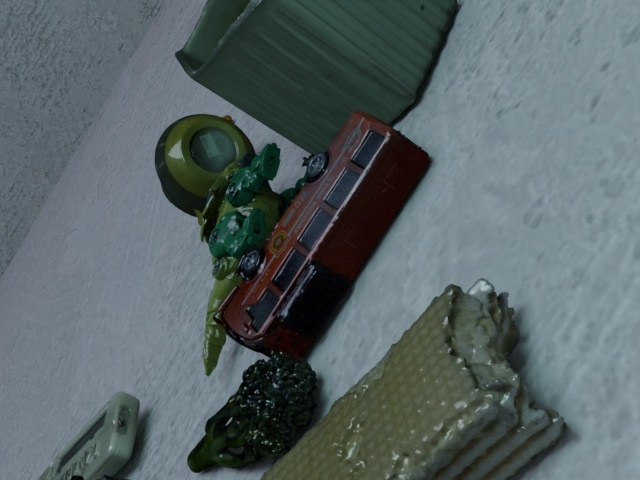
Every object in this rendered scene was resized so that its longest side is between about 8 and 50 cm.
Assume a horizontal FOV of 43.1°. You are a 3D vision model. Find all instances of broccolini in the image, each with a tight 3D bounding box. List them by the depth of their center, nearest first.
[{"bbox_3d":[-0.077,0.161,0.686,0.203,0.068,0.091,-40,50,38],"label":"broccolini"}]

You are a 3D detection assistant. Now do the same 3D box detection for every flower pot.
[{"bbox_3d":[-0.008,-0.213,0.818,0.239,0.190,0.209,-39,31,36],"label":"flower pot"}]

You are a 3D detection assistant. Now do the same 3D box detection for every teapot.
[{"bbox_3d":[-0.145,-0.076,1.033,0.119,0.130,0.165,138,122,-64],"label":"teapot"}]

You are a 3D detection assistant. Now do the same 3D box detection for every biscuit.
[{"bbox_3d":[0.038,0.135,0.498,0.239,0.062,0.108,-48,27,23],"label":"biscuit"}]

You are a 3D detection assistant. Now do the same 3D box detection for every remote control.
[{"bbox_3d":[-0.284,0.276,0.970,0.230,0.049,0.090,-45,28,30],"label":"remote control"}]

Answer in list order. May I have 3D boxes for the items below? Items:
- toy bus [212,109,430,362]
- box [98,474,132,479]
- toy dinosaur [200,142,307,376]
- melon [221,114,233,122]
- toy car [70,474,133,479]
[{"bbox_3d":[0.000,0.000,0.712,0.234,0.074,0.096,-58,31,3],"label":"toy bus"},{"bbox_3d":[-0.155,0.253,0.670,0.122,0.084,0.069,33,79,23],"label":"box"},{"bbox_3d":[-0.078,0.008,0.836,0.153,0.094,0.259,-30,46,48],"label":"toy dinosaur"},{"bbox_3d":[-0.173,-0.107,1.206,0.098,0.054,0.182,-29,37,24],"label":"melon"},{"bbox_3d":[-0.201,0.269,0.800,0.165,0.071,0.062,-18,61,56],"label":"toy car"}]
